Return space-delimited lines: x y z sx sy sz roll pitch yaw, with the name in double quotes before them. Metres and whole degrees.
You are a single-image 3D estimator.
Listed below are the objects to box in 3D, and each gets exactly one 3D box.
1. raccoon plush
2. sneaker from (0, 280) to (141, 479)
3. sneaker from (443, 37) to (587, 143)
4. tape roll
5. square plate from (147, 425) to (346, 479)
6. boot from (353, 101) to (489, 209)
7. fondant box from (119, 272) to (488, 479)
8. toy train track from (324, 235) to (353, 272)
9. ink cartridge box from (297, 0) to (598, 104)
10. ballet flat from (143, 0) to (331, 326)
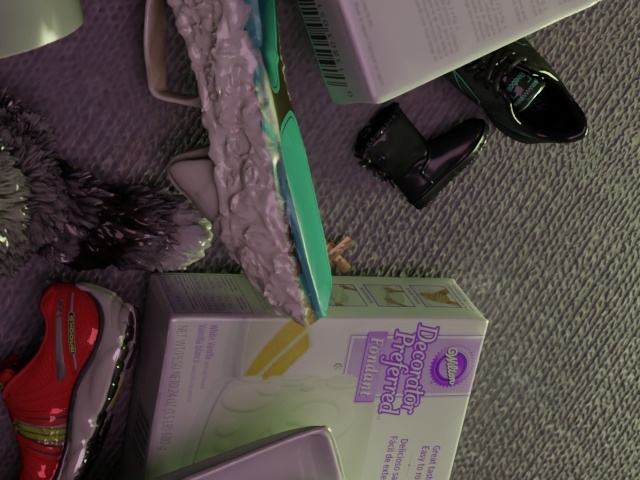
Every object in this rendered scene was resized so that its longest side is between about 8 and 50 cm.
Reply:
"raccoon plush" -0.263 -0.033 1.180 0.446 0.299 0.216 0 108 -21
"sneaker" -0.260 0.159 1.376 0.118 0.107 0.279 24 108 3
"sneaker" 0.163 -0.183 1.398 0.267 0.106 0.101 35 95 -26
"tape roll" -0.303 -0.194 1.152 0.219 0.219 0.072 -13 111 -16
"square plate" -0.127 0.330 1.419 0.347 0.049 0.344 -18 134 -4
"boot" 0.099 -0.099 1.439 0.099 0.045 0.121 42 92 -25
"fondant box" -0.019 0.160 1.444 0.330 0.096 0.238 1 115 -22
"toy train track" 0.000 0.000 1.453 0.048 0.014 0.083 -41 112 5
"ink cartridge box" 0.135 -0.333 1.291 0.385 0.091 0.308 -27 108 -22
"ballet flat" -0.084 -0.119 1.314 0.147 0.147 0.409 -13 103 -16
